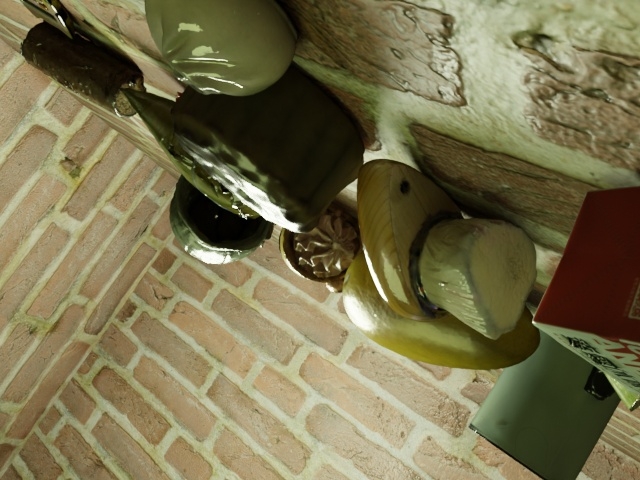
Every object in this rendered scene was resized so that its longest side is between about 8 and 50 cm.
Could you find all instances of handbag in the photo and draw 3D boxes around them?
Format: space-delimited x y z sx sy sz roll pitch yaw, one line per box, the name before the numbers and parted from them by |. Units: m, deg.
handbag | 0.330 0.050 0.387 0.171 0.151 0.298 32 167 -21

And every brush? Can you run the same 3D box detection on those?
brush | 0.160 -0.001 0.741 0.166 0.174 0.267 1 133 53

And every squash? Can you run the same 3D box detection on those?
squash | 0.475 0.184 0.867 0.132 0.105 0.105 51 -176 36

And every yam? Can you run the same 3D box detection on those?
yam | -0.541 -0.399 1.273 0.279 0.131 0.131 30 172 9

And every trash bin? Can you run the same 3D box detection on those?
trash bin | 0.464 0.335 1.123 0.217 0.263 0.277 34 173 -2

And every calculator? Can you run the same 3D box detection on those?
calculator | -0.598 -0.517 1.121 0.157 0.033 0.236 33 170 11

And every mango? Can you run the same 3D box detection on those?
mango | 0.227 0.143 1.106 0.445 0.220 0.301 20 162 50

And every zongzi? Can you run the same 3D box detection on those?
zongzi | -0.264 -0.194 1.249 0.360 0.160 0.323 33 172 3

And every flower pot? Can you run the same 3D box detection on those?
flower pot | -0.252 -0.086 1.496 0.301 0.302 0.213 35 161 -9

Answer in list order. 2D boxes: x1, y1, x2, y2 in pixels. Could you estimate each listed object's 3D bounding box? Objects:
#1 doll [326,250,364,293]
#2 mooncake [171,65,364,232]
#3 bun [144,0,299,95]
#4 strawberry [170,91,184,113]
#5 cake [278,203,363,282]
doll | 0.081 0.047 1.450 0.303 0.201 0.156 17 126 47
mooncake | -0.084 -0.141 0.819 0.290 0.161 0.290 35 172 5
bun | -0.116 -0.222 0.603 0.172 0.120 0.173 32 174 3
strawberry | -0.177 -0.202 0.997 0.082 0.121 0.188 -6 145 47
cake | 0.000 0.000 1.279 0.207 0.185 0.178 45 170 1
